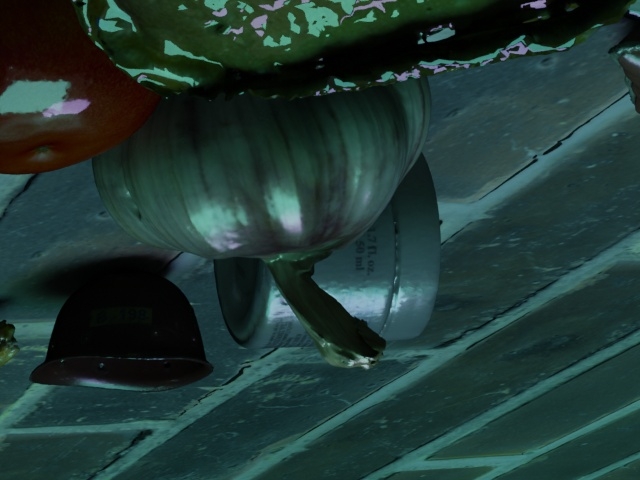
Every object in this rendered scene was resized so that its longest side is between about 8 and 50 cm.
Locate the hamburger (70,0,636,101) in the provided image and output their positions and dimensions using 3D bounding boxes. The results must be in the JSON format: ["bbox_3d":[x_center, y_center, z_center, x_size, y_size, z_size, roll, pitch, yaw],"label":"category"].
[{"bbox_3d":[0.023,-0.211,0.836,0.318,0.195,0.277,-6,134,9],"label":"hamburger"}]

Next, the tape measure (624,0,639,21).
[{"bbox_3d":[0.290,-0.212,1.211,0.207,0.115,0.235,7,159,-29],"label":"tape measure"}]

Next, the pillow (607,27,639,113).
[{"bbox_3d":[0.318,-0.148,1.458,0.179,0.075,0.171,-12,167,13],"label":"pillow"}]

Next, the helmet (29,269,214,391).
[{"bbox_3d":[-0.194,0.084,1.821,0.175,0.106,0.155,-9,163,7],"label":"helmet"}]

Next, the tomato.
[{"bbox_3d":[-0.182,-0.117,1.189,0.195,0.136,0.195,-10,162,-3],"label":"tomato"}]

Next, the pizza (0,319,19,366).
[{"bbox_3d":[-0.381,0.112,1.872,0.194,0.069,0.154,-24,158,19],"label":"pizza"}]

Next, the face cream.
[{"bbox_3d":[0.000,0.000,1.567,0.153,0.177,0.177,-2,160,-18],"label":"face cream"}]

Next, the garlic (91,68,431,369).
[{"bbox_3d":[-0.020,-0.024,1.348,0.245,0.253,0.245,-22,180,0],"label":"garlic"}]
